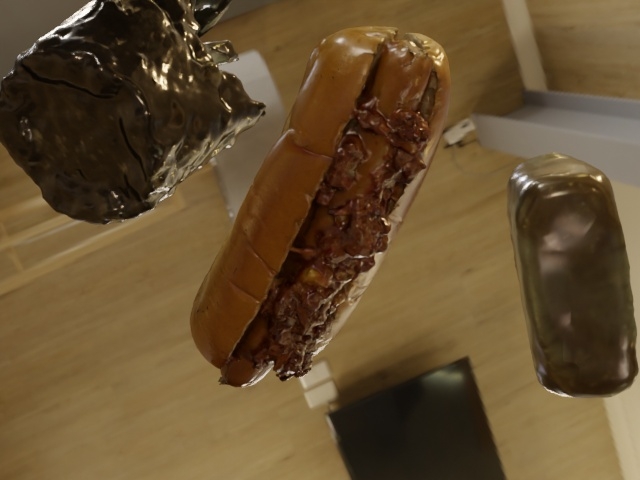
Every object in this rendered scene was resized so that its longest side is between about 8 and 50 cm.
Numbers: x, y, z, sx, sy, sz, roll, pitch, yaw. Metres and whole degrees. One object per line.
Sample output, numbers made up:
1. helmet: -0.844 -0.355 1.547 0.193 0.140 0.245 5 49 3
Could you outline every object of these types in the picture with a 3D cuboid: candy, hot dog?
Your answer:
1. candy: 0.243 0.037 0.802 0.104 0.102 0.234 -69 149 -70
2. hot dog: 0.000 0.000 0.460 0.076 0.102 0.249 56 -50 36

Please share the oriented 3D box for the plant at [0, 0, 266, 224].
1. plant: -0.168 -0.147 0.799 0.188 0.199 0.276 48 35 -17
